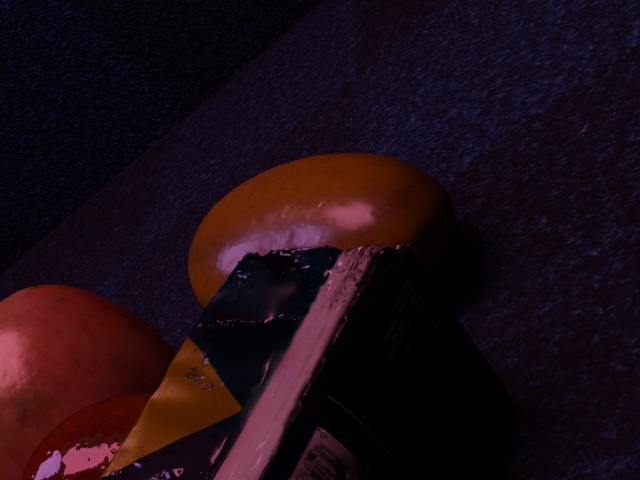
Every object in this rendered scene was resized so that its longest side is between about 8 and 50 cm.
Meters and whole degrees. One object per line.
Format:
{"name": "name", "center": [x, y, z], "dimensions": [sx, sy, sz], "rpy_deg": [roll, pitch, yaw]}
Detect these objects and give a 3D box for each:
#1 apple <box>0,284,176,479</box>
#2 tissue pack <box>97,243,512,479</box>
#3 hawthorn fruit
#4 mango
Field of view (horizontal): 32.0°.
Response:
{"name": "apple", "center": [-0.361, 0.241, 1.503], "dimensions": [0.364, 0.364, 0.364], "rpy_deg": [-38, 22, 19]}
{"name": "tissue pack", "center": [-0.026, 0.229, 1.024], "dimensions": [0.253, 0.264, 0.417], "rpy_deg": [-6, 43, 44]}
{"name": "hawthorn fruit", "center": [-0.186, 0.291, 1.260], "dimensions": [0.277, 0.277, 0.298], "rpy_deg": [-39, 13, 16]}
{"name": "mango", "center": [0.000, 0.000, 1.439], "dimensions": [0.301, 0.221, 0.445], "rpy_deg": [-24, 4, -28]}
